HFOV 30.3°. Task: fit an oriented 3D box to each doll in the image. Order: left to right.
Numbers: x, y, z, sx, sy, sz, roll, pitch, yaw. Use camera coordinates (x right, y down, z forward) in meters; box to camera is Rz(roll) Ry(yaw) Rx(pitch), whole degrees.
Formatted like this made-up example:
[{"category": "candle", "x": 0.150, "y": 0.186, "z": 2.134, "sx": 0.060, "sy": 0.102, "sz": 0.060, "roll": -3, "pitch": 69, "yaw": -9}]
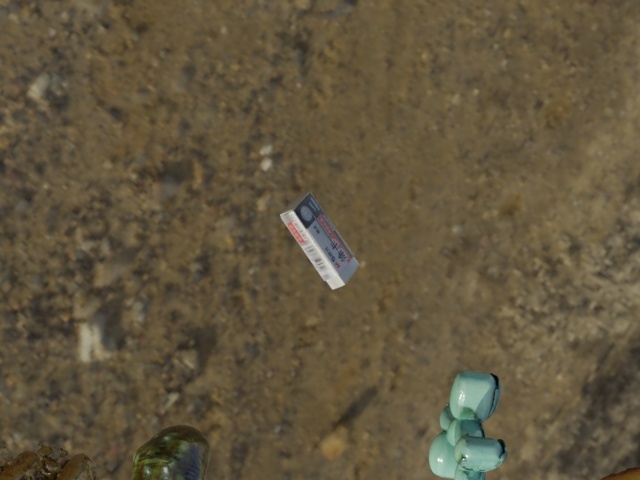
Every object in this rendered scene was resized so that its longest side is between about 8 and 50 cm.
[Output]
[{"category": "doll", "x": 0.166, "y": 0.228, "z": 1.363, "sx": 0.059, "sy": 0.159, "sz": 0.158, "roll": 7, "pitch": 130, "yaw": -7}]

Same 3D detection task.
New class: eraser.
[{"category": "eraser", "x": 0.000, "y": 0.000, "z": 1.519, "sx": 0.122, "sy": 0.029, "sz": 0.052, "roll": 55, "pitch": 41, "yaw": -14}]

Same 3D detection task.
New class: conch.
[{"category": "conch", "x": -0.211, "y": 0.366, "z": 1.732, "sx": 0.124, "sy": 0.181, "sz": 0.187, "roll": -12, "pitch": 117, "yaw": -9}]

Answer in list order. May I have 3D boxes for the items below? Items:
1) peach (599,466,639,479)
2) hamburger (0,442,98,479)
[{"category": "peach", "x": 0.520, "y": 0.420, "z": 1.646, "sx": 0.338, "sy": 0.281, "sz": 0.281, "roll": -42, "pitch": 153, "yaw": 20}, {"category": "hamburger", "x": -0.377, "y": 0.365, "z": 1.434, "sx": 0.260, "sy": 0.211, "sz": 0.245, "roll": -53, "pitch": 150, "yaw": -84}]
